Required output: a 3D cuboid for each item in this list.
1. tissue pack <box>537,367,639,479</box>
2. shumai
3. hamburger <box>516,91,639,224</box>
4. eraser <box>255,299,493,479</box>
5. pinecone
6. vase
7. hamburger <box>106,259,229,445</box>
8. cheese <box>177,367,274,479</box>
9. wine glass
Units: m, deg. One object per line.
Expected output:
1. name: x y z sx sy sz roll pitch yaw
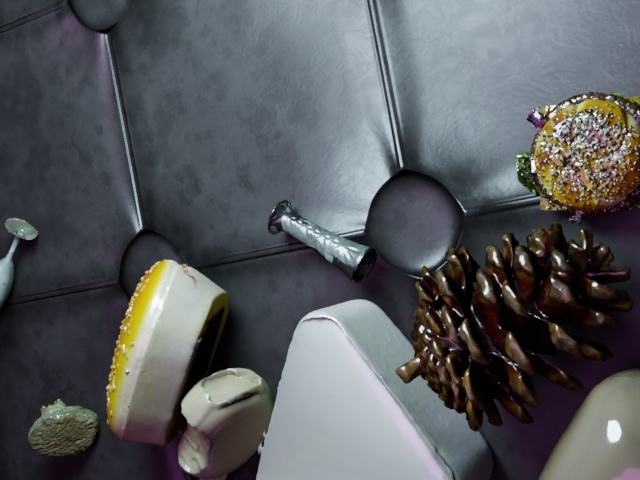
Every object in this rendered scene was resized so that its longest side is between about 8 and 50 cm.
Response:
1. tissue pack: 0.436 0.327 1.022 0.387 0.277 0.267 32 107 23
2. shumai: -0.466 0.331 1.673 0.087 0.123 0.099 -121 29 -57
3. hamburger: 0.330 -0.104 1.144 0.189 0.093 0.164 -15 88 33
4. eraser: 0.084 0.282 1.299 0.331 0.150 0.331 2 94 33
5. pinecone: 0.239 0.102 1.147 0.309 0.244 0.244 -27 81 12
6. vase: 0.000 0.000 1.370 0.167 0.059 0.059 30 109 25
7. hamburger: -0.252 0.178 1.446 0.151 0.227 0.295 23 104 3
8. cheese: -0.159 0.327 1.450 0.082 0.163 0.286 42 130 37
9. wine glass: -0.596 0.055 1.726 0.066 0.066 0.198 41 114 21
